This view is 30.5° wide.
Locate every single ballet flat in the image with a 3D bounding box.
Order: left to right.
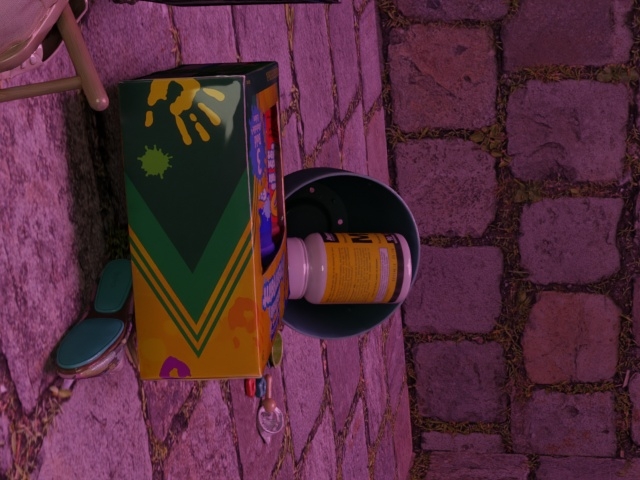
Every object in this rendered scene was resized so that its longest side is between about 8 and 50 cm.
[{"bbox_3d":[-0.261,0.113,1.437,0.221,0.077,0.079,-79,166,-54],"label":"ballet flat"}]

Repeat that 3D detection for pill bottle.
[{"bbox_3d":[0.033,0.045,1.918,0.119,0.208,0.119,180,-90,-72],"label":"pill bottle"}]

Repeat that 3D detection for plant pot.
[{"bbox_3d":[0.000,0.000,2.087,0.235,0.293,0.293,-138,-138,-68],"label":"plant pot"}]

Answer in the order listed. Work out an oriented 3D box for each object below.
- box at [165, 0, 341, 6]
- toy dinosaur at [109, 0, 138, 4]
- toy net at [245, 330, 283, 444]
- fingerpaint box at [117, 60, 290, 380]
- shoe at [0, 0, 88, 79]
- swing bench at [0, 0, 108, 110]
[{"bbox_3d":[-0.146,-0.322,1.364,0.307,0.242,0.076,-13,105,-64],"label":"box"},{"bbox_3d":[-0.268,-0.357,1.448,0.118,0.064,0.268,52,44,-63],"label":"toy dinosaur"},{"bbox_3d":[-0.097,0.284,2.171,0.122,0.045,0.232,-63,150,-63],"label":"toy net"},{"bbox_3d":[-0.138,-0.050,1.603,0.445,0.163,0.371,-73,161,-79],"label":"fingerpaint box"},{"bbox_3d":[-0.312,-0.225,1.247,0.219,0.058,0.076,-66,153,-60],"label":"shoe"},{"bbox_3d":[-0.296,-0.274,1.039,0.253,0.165,0.254,76,7,-62],"label":"swing bench"}]
